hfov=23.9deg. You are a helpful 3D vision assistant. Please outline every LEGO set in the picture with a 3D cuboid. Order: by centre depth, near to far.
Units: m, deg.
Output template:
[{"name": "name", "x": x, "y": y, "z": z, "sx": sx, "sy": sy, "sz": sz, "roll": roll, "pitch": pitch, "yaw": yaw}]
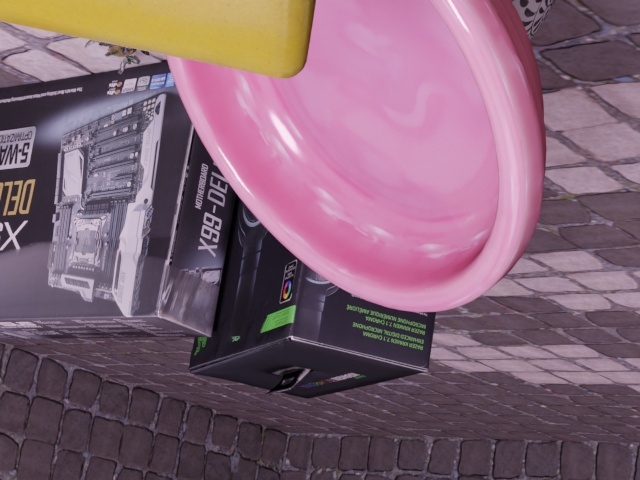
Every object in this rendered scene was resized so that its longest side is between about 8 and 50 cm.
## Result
[{"name": "LEGO set", "x": -0.172, "y": -0.175, "z": 1.302, "sx": 0.054, "sy": 0.023, "sz": 0.083, "roll": 12, "pitch": 151, "yaw": -20}]

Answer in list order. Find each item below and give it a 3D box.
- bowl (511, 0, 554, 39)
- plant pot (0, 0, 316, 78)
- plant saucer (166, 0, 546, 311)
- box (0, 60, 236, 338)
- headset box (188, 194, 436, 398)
[{"name": "bowl", "x": 0.088, "y": -0.165, "z": 1.069, "sx": 0.170, "sy": 0.080, "sz": 0.170, "roll": 9, "pitch": 164, "yaw": 3}, {"name": "plant pot", "x": -0.082, "y": -0.232, "z": 0.722, "sx": 0.212, "sy": 0.212, "sz": 0.187, "roll": 11, "pitch": 152, "yaw": -7}, {"name": "plant saucer", "x": 0.027, "y": -0.111, "z": 1.021, "sx": 0.332, "sy": 0.084, "sz": 0.332, "roll": 32, "pitch": 142, "yaw": 30}, {"name": "box", "x": -0.216, "y": -0.032, "z": 1.418, "sx": 0.307, "sy": 0.243, "sz": 0.076, "roll": -3, "pitch": 161, "yaw": 39}, {"name": "headset box", "x": 0.000, "y": 0.000, "z": 1.333, "sx": 0.131, "sy": 0.283, "sz": 0.246, "roll": 15, "pitch": 164, "yaw": -22}]
